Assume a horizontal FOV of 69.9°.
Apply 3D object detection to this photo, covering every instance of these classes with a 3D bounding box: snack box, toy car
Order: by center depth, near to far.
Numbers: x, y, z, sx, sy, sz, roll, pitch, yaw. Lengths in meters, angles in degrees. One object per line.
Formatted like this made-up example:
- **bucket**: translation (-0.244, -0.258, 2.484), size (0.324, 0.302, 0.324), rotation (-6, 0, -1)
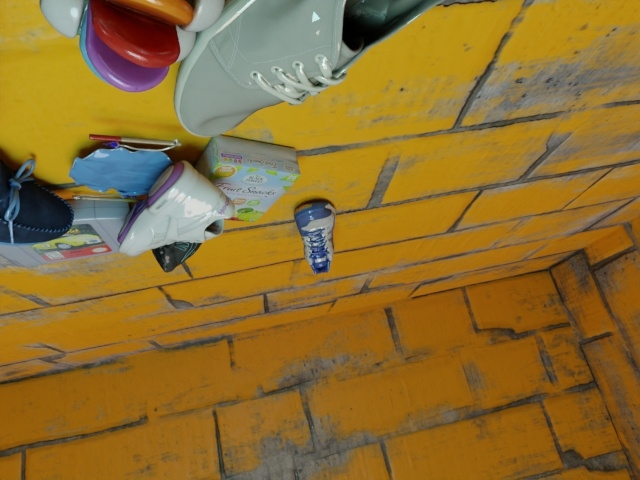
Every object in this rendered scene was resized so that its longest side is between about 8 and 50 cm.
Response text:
- **toy car**: translation (-0.195, -0.227, 0.478), size (0.159, 0.137, 0.181), rotation (3, 169, -39)
- **snack box**: translation (-0.167, -0.114, 0.915), size (0.174, 0.070, 0.207), rotation (3, 153, -35)

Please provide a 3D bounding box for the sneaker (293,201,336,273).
- **sneaker**: translation (0.000, 0.000, 1.233), size (0.111, 0.131, 0.296), rotation (-12, 158, 1)

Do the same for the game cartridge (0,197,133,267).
- **game cartridge**: translation (-0.536, -0.016, 0.966), size (0.293, 0.060, 0.196), rotation (-10, 155, -9)

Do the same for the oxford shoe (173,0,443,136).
- **oxford shoe**: translation (-0.032, -0.238, 0.571), size (0.449, 0.130, 0.169), rotation (-26, 170, 35)

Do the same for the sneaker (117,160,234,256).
- **sneaker**: translation (-0.278, -0.024, 0.860), size (0.152, 0.114, 0.305), rotation (32, 142, -28)

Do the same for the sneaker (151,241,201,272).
- **sneaker**: translation (-0.331, -0.021, 1.059), size (0.106, 0.101, 0.267), rotation (-28, 167, -30)

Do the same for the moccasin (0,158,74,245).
- **moccasin**: translation (-0.526, -0.077, 0.694), size (0.116, 0.138, 0.342), rotation (-27, 157, 20)

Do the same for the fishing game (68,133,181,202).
- **fishing game**: translation (-0.342, -0.127, 0.816), size (0.189, 0.041, 0.264), rotation (-2, 163, -30)
